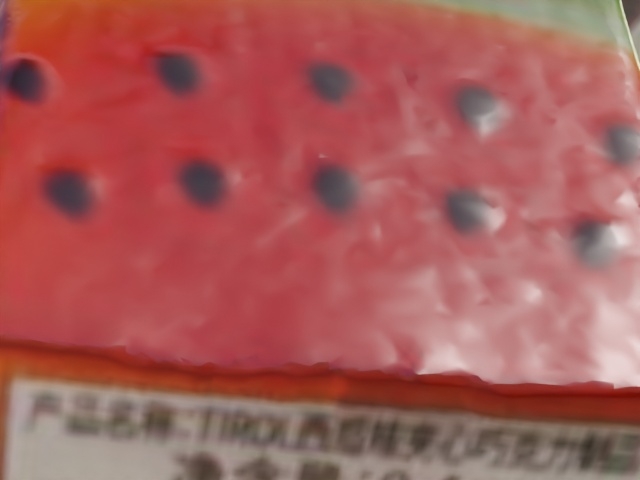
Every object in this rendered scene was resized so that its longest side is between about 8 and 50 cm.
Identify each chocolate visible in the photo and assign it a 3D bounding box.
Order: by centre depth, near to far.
[{"bbox_3d":[0.000,0.000,0.760,0.341,0.360,0.161,-94,12,-45],"label":"chocolate"}]
